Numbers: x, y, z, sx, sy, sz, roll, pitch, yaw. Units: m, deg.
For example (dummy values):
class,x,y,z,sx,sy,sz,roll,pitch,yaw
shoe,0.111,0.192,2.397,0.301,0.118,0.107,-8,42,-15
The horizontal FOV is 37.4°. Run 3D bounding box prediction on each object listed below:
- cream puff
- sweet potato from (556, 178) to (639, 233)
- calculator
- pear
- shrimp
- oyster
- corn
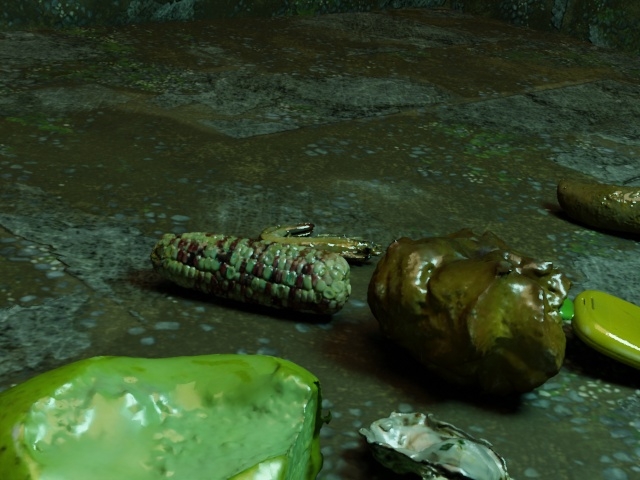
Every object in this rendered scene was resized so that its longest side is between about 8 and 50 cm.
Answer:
class,x,y,z,sx,sy,sz,roll,pitch,yaw
cream puff,0.176,0.079,1.081,0.241,0.154,0.269,-3,17,-34
sweet potato,0.558,-0.045,1.548,0.342,0.092,0.114,13,7,12
calculator,0.380,0.114,1.144,0.235,0.032,0.146,24,23,4
pear,-0.145,0.175,0.725,0.282,0.176,0.286,8,22,8
shrimp,0.000,0.001,1.361,0.178,0.034,0.124,1,17,-3
oyster,0.109,0.204,0.880,0.166,0.053,0.108,17,5,40
corn,-0.086,0.039,1.181,0.254,0.086,0.086,8,23,9
